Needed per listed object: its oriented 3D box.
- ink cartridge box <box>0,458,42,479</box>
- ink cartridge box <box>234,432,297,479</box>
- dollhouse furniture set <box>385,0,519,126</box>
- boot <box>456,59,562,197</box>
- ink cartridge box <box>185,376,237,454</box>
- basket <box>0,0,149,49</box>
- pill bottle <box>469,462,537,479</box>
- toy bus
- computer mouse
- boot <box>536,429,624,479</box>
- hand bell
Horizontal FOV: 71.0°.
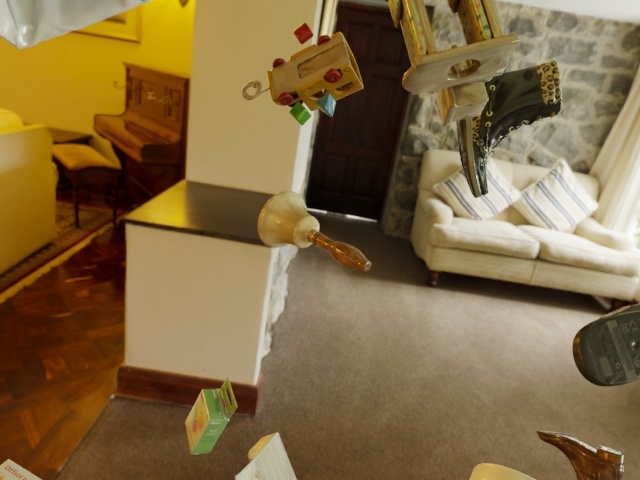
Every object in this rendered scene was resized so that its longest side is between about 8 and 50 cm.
[{"bbox_3d":[-0.488,0.418,0.679,0.092,0.089,0.143,24,27,11],"label":"ink cartridge box"},{"bbox_3d":[-0.103,0.467,0.835,0.045,0.145,0.179,-26,-7,19],"label":"ink cartridge box"},{"bbox_3d":[0.117,-0.237,0.489,0.101,0.181,0.161,-12,-11,5],"label":"dollhouse furniture set"},{"bbox_3d":[0.350,-0.205,0.834,0.179,0.236,0.085,-9,16,11],"label":"boot"},{"bbox_3d":[-0.320,0.504,1.295,0.062,0.209,0.109,13,29,-35],"label":"ink cartridge box"},{"bbox_3d":[-0.503,-0.564,0.760,0.332,0.266,0.328,-21,-2,-2],"label":"basket"},{"bbox_3d":[0.294,0.598,0.761,0.210,0.210,0.363,19,50,24],"label":"pill bottle"},{"bbox_3d":[-0.017,-0.308,0.880,0.202,0.190,0.104,29,-4,30],"label":"toy bus"},{"bbox_3d":[0.496,0.176,0.664,0.262,0.184,0.060,-20,-7,-9],"label":"computer mouse"},{"bbox_3d":[0.324,0.313,0.573,0.037,0.114,0.106,16,-8,-39],"label":"boot"},{"bbox_3d":[0.000,0.000,0.855,0.126,0.126,0.242,-9,28,-42],"label":"hand bell"}]
